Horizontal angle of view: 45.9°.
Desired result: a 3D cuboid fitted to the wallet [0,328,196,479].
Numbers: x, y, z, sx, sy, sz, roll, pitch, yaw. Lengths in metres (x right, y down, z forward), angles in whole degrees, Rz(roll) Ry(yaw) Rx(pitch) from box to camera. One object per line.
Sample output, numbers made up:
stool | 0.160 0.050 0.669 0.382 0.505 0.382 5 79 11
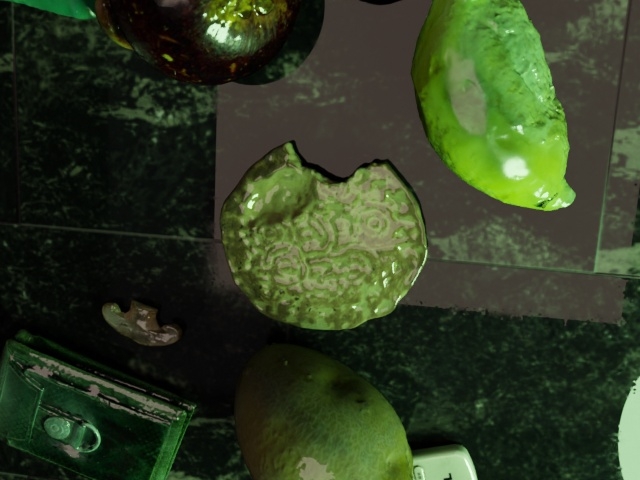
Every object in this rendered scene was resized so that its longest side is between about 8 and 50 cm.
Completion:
wallet | -0.286 0.220 0.922 0.236 0.055 0.160 24 111 3

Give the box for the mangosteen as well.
mangosteen | -0.129 -0.251 0.746 0.217 0.192 0.192 20 108 44

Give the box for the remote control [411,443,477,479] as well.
remote control | 0.089 0.293 0.887 0.190 0.029 0.087 -11 100 11

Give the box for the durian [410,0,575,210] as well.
durian | 0.166 -0.136 0.747 0.139 0.101 0.250 -16 99 11

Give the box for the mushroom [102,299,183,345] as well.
mushroom | -0.213 0.099 0.899 0.101 0.019 0.049 17 103 5

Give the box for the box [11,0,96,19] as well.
box | -0.360 -0.388 0.759 0.336 0.106 0.264 14 118 9

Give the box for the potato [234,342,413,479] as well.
potato | 0.001 0.211 0.808 0.160 0.178 0.235 -37 66 -6

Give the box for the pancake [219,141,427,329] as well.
pancake | 0.000 0.000 0.840 0.235 0.029 0.212 18 105 5
